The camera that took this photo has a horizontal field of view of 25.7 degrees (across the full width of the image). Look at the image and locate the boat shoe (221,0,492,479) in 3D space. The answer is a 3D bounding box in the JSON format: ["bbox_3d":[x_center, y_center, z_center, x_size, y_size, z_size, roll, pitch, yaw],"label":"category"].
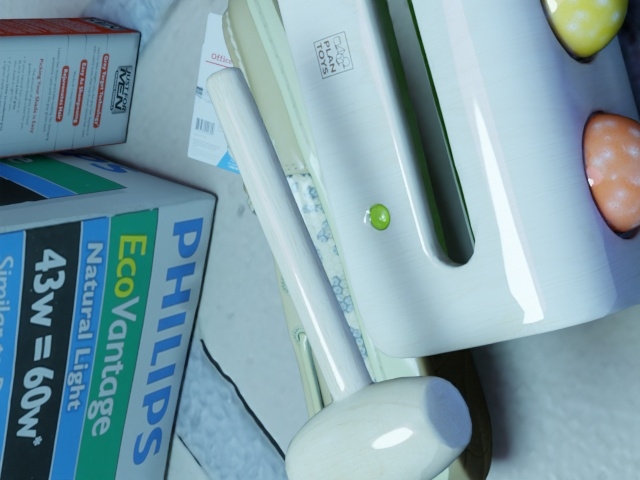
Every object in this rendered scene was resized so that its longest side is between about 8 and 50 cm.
[{"bbox_3d":[0.000,0.000,0.711,0.089,0.104,0.285,-20,86,22],"label":"boat shoe"}]

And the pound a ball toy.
[{"bbox_3d":[0.058,-0.068,0.602,0.136,0.208,0.319,-16,87,36],"label":"pound a ball toy"}]

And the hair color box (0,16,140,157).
[{"bbox_3d":[-0.169,-0.088,0.801,0.043,0.141,0.072,21,109,32],"label":"hair color box"}]

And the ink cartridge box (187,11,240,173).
[{"bbox_3d":[-0.043,-0.082,0.781,0.048,0.028,0.083,19,109,31],"label":"ink cartridge box"}]

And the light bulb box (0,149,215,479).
[{"bbox_3d":[-0.273,0.127,0.775,0.225,0.361,0.358,20,109,30],"label":"light bulb box"}]
